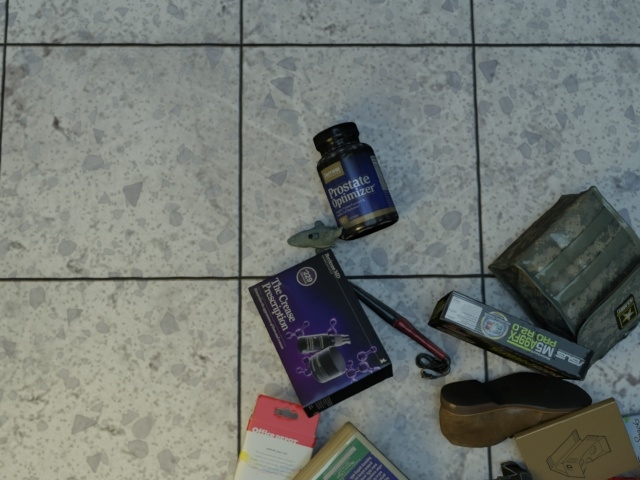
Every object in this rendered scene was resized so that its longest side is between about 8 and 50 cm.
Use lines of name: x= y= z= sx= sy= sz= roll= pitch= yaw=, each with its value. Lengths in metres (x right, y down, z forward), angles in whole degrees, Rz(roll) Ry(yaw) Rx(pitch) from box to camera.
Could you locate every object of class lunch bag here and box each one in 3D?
lunch bag: x=0.519 y=0.081 z=1.402 sx=0.235 sy=0.169 sz=0.287 roll=-41 pitch=93 yaw=-10

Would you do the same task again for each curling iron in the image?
curling iron: x=0.154 y=0.179 z=1.442 sx=0.274 sy=0.035 sz=0.068 roll=44 pitch=84 yaw=4

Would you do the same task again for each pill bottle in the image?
pill bottle: x=0.065 y=-0.119 z=1.435 sx=0.123 sy=0.123 sz=0.219 roll=-20 pitch=84 yaw=-4

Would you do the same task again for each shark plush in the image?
shark plush: x=0.000 y=0.000 z=1.411 sx=0.067 sy=0.161 sz=0.073 roll=2 pitch=95 yaw=-32

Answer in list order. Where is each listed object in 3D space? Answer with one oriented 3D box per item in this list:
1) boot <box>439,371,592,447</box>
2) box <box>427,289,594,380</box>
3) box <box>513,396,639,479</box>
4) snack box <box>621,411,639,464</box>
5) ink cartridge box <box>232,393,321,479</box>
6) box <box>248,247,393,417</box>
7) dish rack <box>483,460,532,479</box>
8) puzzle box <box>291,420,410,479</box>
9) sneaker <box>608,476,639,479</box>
boot: x=0.381 y=0.338 z=1.413 sx=0.305 sy=0.112 sz=0.115 roll=-2 pitch=113 yaw=-7
box: x=0.347 y=0.182 z=1.346 sx=0.270 sy=0.216 sz=0.060 roll=23 pitch=82 yaw=6
box: x=0.495 y=0.406 z=1.378 sx=0.201 sy=0.021 sz=0.164 roll=-24 pitch=107 yaw=8
snack box: x=0.650 y=0.394 z=1.425 sx=0.141 sy=0.037 sz=0.100 roll=-8 pitch=82 yaw=-2
ink cartridge box: x=-0.090 y=0.422 z=1.381 sx=0.134 sy=0.078 sz=0.231 roll=16 pitch=82 yaw=-1
box: x=-0.001 y=0.174 z=1.369 sx=0.184 sy=0.103 sz=0.261 roll=-25 pitch=65 yaw=-7
dish rack: x=0.295 y=0.548 z=1.348 sx=0.272 sy=0.074 sz=0.208 roll=-7 pitch=81 yaw=-17
puzzle box: x=0.005 y=0.570 z=1.328 sx=0.409 sy=0.052 sz=0.272 roll=-45 pitch=109 yaw=-7
sneaker: x=0.609 y=0.480 z=1.372 sx=0.279 sy=0.118 sz=0.107 roll=-28 pitch=106 yaw=-4
